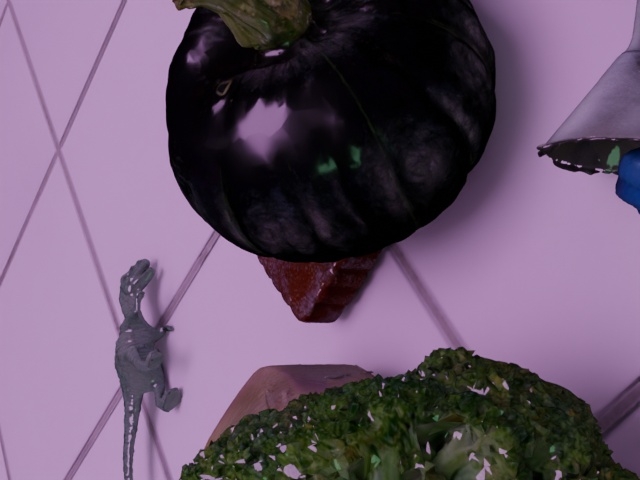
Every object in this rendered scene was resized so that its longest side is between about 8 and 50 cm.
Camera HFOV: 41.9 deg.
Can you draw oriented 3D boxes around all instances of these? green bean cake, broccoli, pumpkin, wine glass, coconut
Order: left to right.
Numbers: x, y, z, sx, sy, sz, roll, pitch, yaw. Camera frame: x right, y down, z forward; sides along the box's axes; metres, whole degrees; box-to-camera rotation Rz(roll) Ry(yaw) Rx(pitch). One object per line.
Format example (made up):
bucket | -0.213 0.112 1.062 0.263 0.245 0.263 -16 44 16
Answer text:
coconut | -0.017 0.188 0.749 0.170 0.182 0.171 -7 81 57
pumpkin | -0.004 -0.140 0.701 0.295 0.295 0.296 -10 78 50
green bean cake | 0.000 0.000 0.859 0.136 0.056 0.135 53 125 41
broccoli | 0.064 0.249 0.548 0.413 0.310 0.321 -24 62 21
wine glass | 0.217 -0.140 0.571 0.122 0.122 0.183 2 85 51

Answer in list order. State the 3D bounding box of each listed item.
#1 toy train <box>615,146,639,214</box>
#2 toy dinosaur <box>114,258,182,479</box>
toy train | 0.286 -0.038 0.323 0.265 0.300 0.188 42 118 57
toy dinosaur | -0.230 0.205 1.103 0.129 0.076 0.383 -21 65 55
